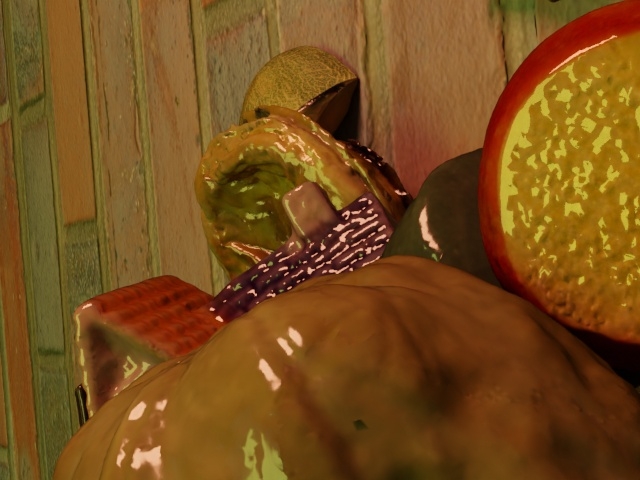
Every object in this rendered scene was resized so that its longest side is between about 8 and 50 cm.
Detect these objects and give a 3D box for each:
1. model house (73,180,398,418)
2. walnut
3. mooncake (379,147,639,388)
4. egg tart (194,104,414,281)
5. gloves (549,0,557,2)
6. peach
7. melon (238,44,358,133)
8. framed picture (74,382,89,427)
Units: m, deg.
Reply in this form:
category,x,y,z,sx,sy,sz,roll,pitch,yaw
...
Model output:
category,x,y,z,sx,sy,sz,roll,pitch,yaw
model house,-0.025,0.100,0.879,0.237,0.202,0.237,-35,86,15
walnut,0.027,0.148,0.623,0.277,0.282,0.253,48,-170,-2
mooncake,0.120,0.030,0.789,0.168,0.175,0.104,-68,1,-49
egg tart,0.000,0.000,1.064,0.241,0.106,0.241,35,141,35
gloves,0.145,-0.219,0.743,0.164,0.124,0.203,-59,43,42
peach,0.170,-0.023,0.648,0.192,0.190,0.190,-144,53,-78
melon,-0.038,-0.098,1.181,0.128,0.079,0.160,61,145,38
framed picture,-0.045,0.267,1.052,0.016,0.265,0.347,-27,71,49
